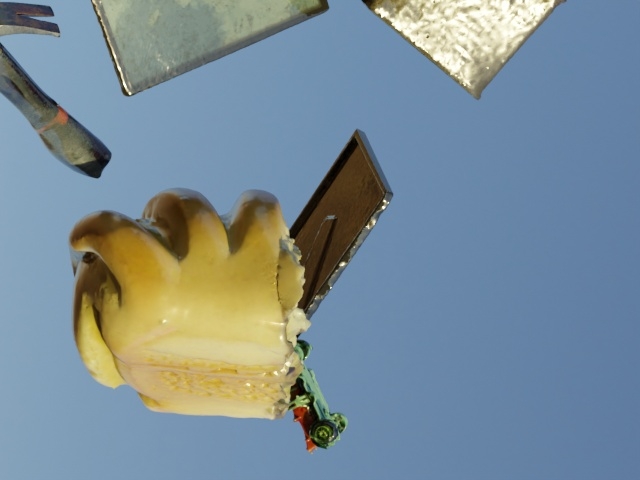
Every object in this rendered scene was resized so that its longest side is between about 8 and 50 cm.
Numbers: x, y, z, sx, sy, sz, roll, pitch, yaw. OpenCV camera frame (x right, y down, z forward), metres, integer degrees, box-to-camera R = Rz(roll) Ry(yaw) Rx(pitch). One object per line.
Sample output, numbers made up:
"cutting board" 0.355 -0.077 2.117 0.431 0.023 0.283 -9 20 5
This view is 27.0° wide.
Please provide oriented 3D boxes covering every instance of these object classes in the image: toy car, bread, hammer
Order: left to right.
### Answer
"hammer" -0.273 -0.136 1.290 0.137 0.290 0.037 -26 -117 7
"bread" -0.142 0.057 1.458 0.316 0.270 0.211 94 1 -58
"toy car" -0.018 0.192 1.667 0.054 0.073 0.143 -26 -91 13

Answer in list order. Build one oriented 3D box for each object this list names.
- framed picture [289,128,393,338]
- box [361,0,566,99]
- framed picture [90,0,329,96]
"framed picture" 0.001 0.000 1.754 0.265 0.018 0.192 -56 -156 20
"box" 0.126 -0.294 1.478 0.143 0.184 0.273 -50 -155 12
"framed picture" -0.144 -0.353 1.412 0.016 0.265 0.347 37 -32 55
